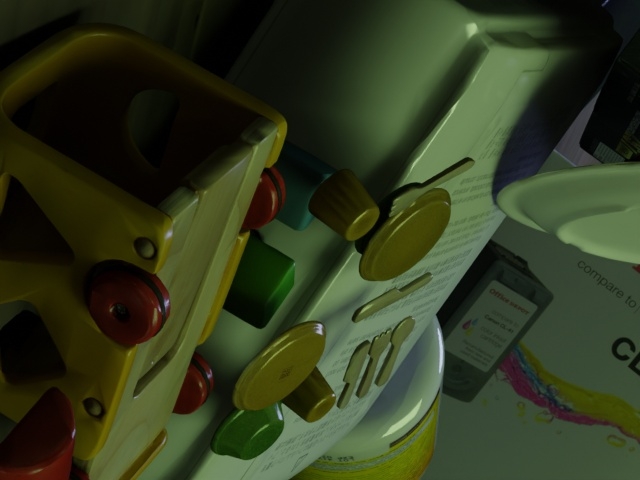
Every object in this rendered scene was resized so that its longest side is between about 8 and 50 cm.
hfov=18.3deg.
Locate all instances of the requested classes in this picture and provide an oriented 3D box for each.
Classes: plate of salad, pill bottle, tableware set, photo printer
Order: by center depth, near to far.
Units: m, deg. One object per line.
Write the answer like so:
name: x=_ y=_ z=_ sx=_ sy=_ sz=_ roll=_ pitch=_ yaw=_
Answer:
tableware set: x=0.002 y=0.027 z=0.800 sx=0.104 sy=0.024 sz=0.154 roll=-28 pitch=152 yaw=-34
plate of salad: x=0.181 y=-0.021 z=0.918 sx=0.200 sy=0.199 sz=0.048 roll=52 pitch=42 yaw=-75
photo printer: x=0.000 y=0.000 z=0.947 sx=0.307 sy=0.107 sz=0.256 roll=-56 pitch=165 yaw=19
pill bottle: x=0.014 y=0.097 z=1.203 sx=0.117 sy=0.117 sz=0.215 roll=-47 pitch=164 yaw=-15

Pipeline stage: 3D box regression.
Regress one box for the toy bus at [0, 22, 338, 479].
toy bus: x=-0.092 y=0.021 z=0.726 sx=0.202 sy=0.104 sz=0.191 roll=-58 pitch=169 yaw=-8

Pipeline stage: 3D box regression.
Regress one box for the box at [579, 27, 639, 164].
box: x=0.213 y=-0.122 z=0.999 sx=0.183 sy=0.059 sz=0.233 roll=-53 pitch=174 yaw=-5

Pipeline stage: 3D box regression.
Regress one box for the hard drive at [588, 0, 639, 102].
hard drive: x=0.140 y=-0.123 z=1.169 sx=0.254 sy=0.054 sz=0.172 roll=-45 pitch=164 yaw=-21

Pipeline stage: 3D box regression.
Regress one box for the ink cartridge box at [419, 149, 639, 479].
ink cartridge box: x=0.143 y=0.118 z=1.421 sx=0.306 sy=0.226 sz=0.131 roll=-49 pitch=166 yaw=-12
